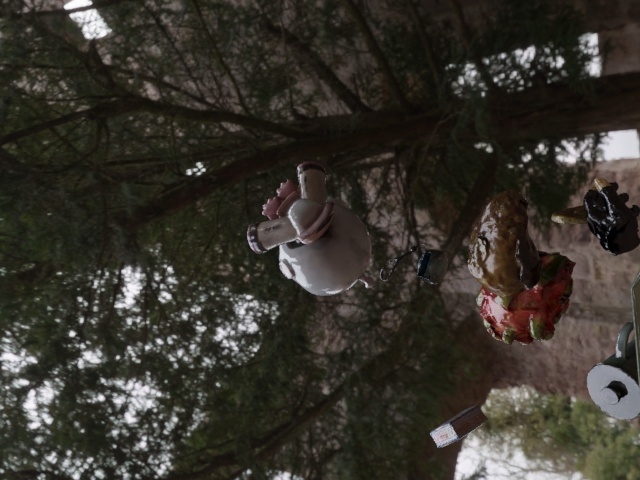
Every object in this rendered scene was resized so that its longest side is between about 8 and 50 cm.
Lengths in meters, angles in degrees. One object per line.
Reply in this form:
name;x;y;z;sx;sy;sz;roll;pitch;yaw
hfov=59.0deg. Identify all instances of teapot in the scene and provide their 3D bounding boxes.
teapot;0.990;0.390;1.771;0.336;0.200;0.271;-21;-77;-32

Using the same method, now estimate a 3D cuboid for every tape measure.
tape measure;0.267;0.072;1.616;0.107;0.179;0.104;27;-114;-49

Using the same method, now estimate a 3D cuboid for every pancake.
pancake;0.667;-0.065;1.433;0.158;0.158;0.028;-24;-68;-48

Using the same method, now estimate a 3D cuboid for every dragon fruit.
dragon fruit;0.584;0.155;1.596;0.237;0.231;0.303;38;-84;-11

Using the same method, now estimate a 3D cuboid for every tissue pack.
tissue pack;0.444;0.596;1.811;0.155;0.115;0.065;-16;-114;-37

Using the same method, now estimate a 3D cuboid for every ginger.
ginger;0.428;0.031;1.315;0.172;0.165;0.321;-50;-36;-17

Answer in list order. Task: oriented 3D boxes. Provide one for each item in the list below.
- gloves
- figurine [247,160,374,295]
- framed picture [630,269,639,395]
gloves;0.648;-0.065;1.284;0.129;0.106;0.181;27;-148;-22
figurine;-0.007;0.006;1.397;0.253;0.211;0.361;-40;-34;-1
framed picture;0.865;0.237;1.501;0.240;0.020;0.324;53;-140;-60
